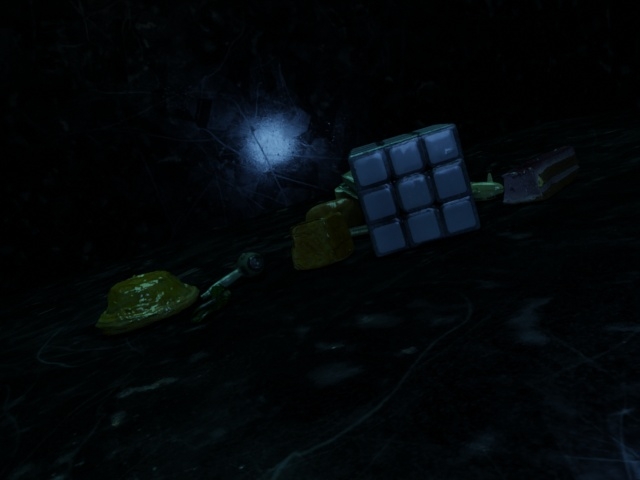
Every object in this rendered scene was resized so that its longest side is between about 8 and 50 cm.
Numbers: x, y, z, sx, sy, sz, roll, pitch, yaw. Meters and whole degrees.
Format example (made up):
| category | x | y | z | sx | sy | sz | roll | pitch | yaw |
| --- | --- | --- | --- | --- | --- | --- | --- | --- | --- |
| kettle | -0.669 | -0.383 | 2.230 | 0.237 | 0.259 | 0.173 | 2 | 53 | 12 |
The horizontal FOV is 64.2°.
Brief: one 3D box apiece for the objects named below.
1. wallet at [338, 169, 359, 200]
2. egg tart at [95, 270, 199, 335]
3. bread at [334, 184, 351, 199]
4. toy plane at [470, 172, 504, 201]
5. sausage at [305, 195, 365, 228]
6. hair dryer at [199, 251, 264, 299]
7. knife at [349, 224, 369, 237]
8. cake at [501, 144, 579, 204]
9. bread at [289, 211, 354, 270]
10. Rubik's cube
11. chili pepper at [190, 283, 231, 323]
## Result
| category | x | y | z | sx | sy | sz | roll | pitch | yaw |
| --- | --- | --- | --- | --- | --- | --- | --- | --- | --- |
| wallet | 0.242 | -0.180 | 1.869 | 0.223 | 0.077 | 0.309 | -26 | 49 | -36 |
| egg tart | -0.531 | 0.173 | 1.548 | 0.319 | 0.128 | 0.319 | -15 | 11 | 3 |
| bread | 0.129 | -0.153 | 2.030 | 0.140 | 0.178 | 0.060 | -19 | 42 | -10 |
| toy plane | 0.503 | -0.168 | 1.742 | 0.244 | 0.092 | 0.229 | -13 | -3 | 40 |
| sausage | 0.056 | -0.088 | 1.951 | 0.241 | 0.136 | 0.120 | -19 | 16 | 16 |
| hair dryer | -0.285 | 0.114 | 1.663 | 0.225 | 0.088 | 0.219 | -34 | 5 | -6 |
| knife | 0.090 | -0.023 | 1.798 | 0.365 | 0.043 | 0.089 | -13 | 11 | 33 |
| cake | 0.684 | -0.196 | 1.529 | 0.295 | 0.115 | 0.113 | -25 | 16 | -24 |
| bread | 0.000 | 0.000 | 1.541 | 0.158 | 0.143 | 0.149 | -10 | 7 | 36 |
| Rubik's cube | 0.261 | -0.159 | 1.490 | 0.304 | 0.305 | 0.301 | -17 | 10 | 8 |
| chili pepper | -0.291 | 0.169 | 1.392 | 0.073 | 0.050 | 0.182 | -7 | 15 | 14 |
